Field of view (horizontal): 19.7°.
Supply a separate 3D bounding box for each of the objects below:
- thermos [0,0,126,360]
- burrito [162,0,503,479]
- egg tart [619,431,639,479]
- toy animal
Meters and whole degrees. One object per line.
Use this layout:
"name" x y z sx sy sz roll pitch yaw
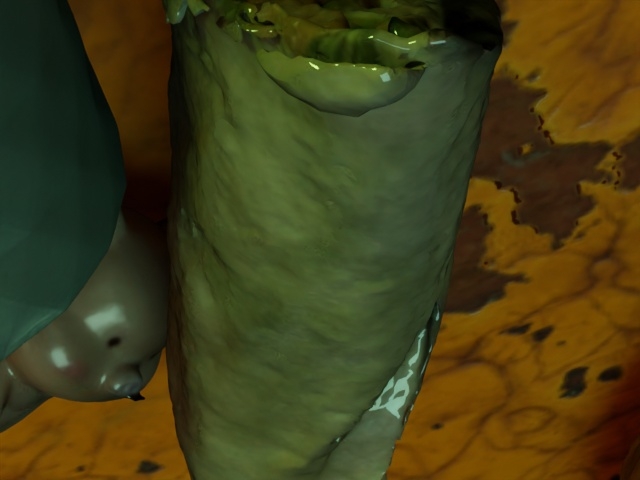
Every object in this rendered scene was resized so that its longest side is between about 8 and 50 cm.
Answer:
"thermos" -0.166 -0.090 0.473 0.182 0.145 0.286 -8 139 8
"burrito" -0.001 -0.011 0.608 0.107 0.175 0.348 -4 146 -4
"egg tart" 0.360 0.126 0.901 0.443 0.178 0.443 -12 139 -11
"toy animal" -0.111 0.029 0.683 0.150 0.083 0.089 -25 96 2
